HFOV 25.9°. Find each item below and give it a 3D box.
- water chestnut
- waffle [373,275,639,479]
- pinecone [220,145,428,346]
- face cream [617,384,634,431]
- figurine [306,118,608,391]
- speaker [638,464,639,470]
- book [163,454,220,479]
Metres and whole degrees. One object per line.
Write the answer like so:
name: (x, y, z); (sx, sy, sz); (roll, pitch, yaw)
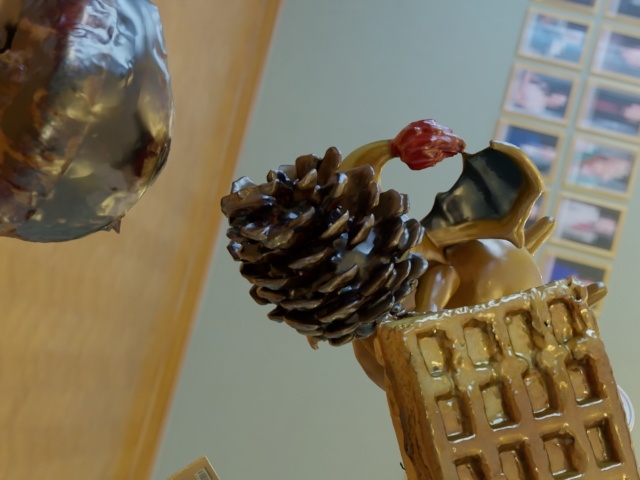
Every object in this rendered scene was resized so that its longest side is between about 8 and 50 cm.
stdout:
water chestnut: (-0.281, -0.144, 1.345); (0.300, 0.300, 0.300); (15, 90, -85)
waffle: (0.183, 0.207, 1.281); (0.098, 0.224, 0.327); (149, -71, -66)
pinecone: (-0.001, 0.002, 1.352); (0.184, 0.204, 0.179); (-21, -145, 53)
face cream: (0.305, 0.300, 1.913); (0.345, 0.102, 0.102); (122, -11, -52)
figurine: (0.137, 0.036, 1.684); (0.401, 0.387, 0.268); (-20, -125, 40)
speaker: (0.492, 0.429, 1.680); (0.184, 0.406, 0.183); (-47, 144, -51)
book: (-0.230, 0.434, 2.224); (0.118, 0.172, 0.012); (63, -11, -19)
